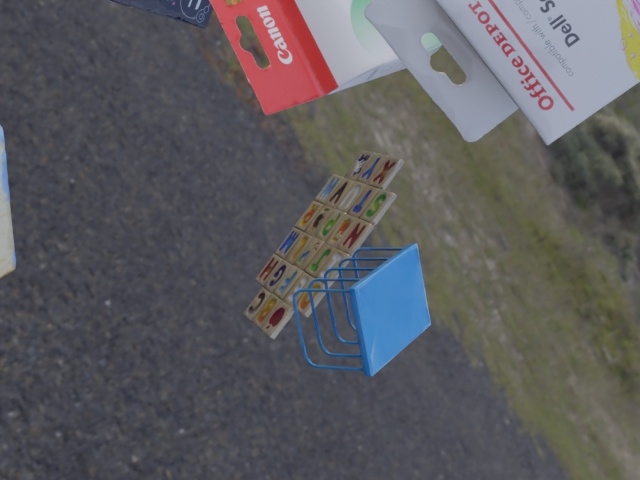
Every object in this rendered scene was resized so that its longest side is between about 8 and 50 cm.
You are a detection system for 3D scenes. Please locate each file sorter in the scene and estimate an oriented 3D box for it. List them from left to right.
[{"bbox_3d":[0.055,0.088,1.489,0.170,0.104,0.118,-33,116,-53],"label":"file sorter"}]

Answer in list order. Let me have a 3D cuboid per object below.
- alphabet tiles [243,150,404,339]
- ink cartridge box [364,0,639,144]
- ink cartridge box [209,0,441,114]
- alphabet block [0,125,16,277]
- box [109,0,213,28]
[{"bbox_3d":[0.000,0.000,1.815,0.011,0.343,0.285,37,-3,-20],"label":"alphabet tiles"},{"bbox_3d":[0.236,-0.239,1.074,0.207,0.353,0.119,47,18,-22],"label":"ink cartridge box"},{"bbox_3d":[0.003,-0.260,1.294,0.181,0.224,0.056,64,-27,10],"label":"ink cartridge box"},{"bbox_3d":[-0.476,-0.029,1.251,0.197,0.193,0.192,-47,138,-64],"label":"alphabet block"},{"bbox_3d":[-0.269,-0.400,1.557,0.163,0.142,0.247,28,12,34],"label":"box"}]
